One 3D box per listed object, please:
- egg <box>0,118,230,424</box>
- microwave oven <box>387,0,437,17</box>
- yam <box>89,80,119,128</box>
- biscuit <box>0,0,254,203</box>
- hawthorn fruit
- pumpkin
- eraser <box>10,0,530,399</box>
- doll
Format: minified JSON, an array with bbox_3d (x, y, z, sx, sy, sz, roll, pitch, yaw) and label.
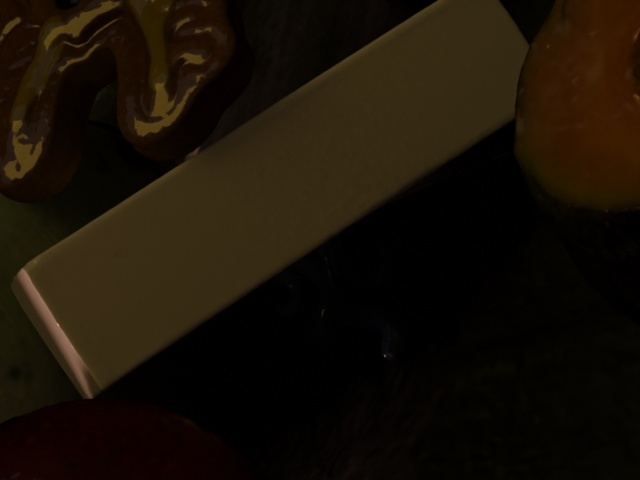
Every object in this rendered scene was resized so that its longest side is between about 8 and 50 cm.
[{"bbox_3d":[-0.226,0.079,1.184,0.379,0.287,0.287,-41,35,2],"label":"egg"},{"bbox_3d":[0.071,-0.280,1.187,0.240,0.194,0.145,-47,39,15],"label":"microwave oven"},{"bbox_3d":[-0.183,-0.052,1.435,0.070,0.070,0.146,22,80,57],"label":"yam"},{"bbox_3d":[-0.112,-0.158,1.099,0.186,0.044,0.295,-15,51,21],"label":"biscuit"},{"bbox_3d":[-0.079,0.194,0.984,0.266,0.230,0.210,9,34,14],"label":"hawthorn fruit"},{"bbox_3d":[0.206,-0.104,0.917,0.222,0.139,0.317,14,77,52],"label":"pumpkin"},{"bbox_3d":[-0.018,-0.029,1.054,0.298,0.078,0.076,-34,0,-16],"label":"eraser"},{"bbox_3d":[0.000,0.000,1.162,0.110,0.067,0.206,-58,43,16],"label":"doll"}]
